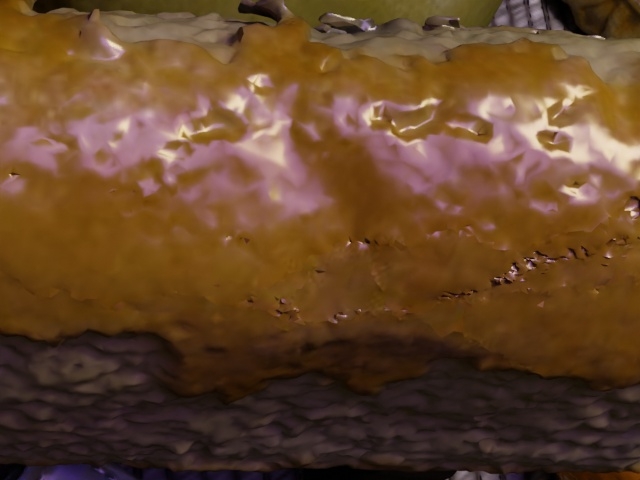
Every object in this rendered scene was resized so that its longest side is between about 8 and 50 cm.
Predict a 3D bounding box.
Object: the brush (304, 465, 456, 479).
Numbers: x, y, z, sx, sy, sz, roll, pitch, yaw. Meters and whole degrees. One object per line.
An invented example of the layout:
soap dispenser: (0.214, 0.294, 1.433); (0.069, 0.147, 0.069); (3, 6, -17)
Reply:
brush: (0.026, 0.053, 0.692); (0.059, 0.123, 0.197); (4, 68, -25)

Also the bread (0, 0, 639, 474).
bread: (0.000, 0.000, 0.504); (0.375, 0.236, 0.165); (1, 55, -9)

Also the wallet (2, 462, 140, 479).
wallet: (-0.072, 0.265, 0.580); (0.309, 0.077, 0.223); (37, 60, -14)

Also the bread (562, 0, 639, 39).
bread: (0.250, -0.207, 0.950); (0.367, 0.084, 0.077); (47, 40, -5)

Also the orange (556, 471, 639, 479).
orange: (0.230, 0.110, 0.767); (0.177, 0.155, 0.178); (9, 62, -18)

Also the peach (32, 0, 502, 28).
peach: (-0.050, -0.182, 0.639); (0.315, 0.314, 0.282); (-13, 101, -69)
